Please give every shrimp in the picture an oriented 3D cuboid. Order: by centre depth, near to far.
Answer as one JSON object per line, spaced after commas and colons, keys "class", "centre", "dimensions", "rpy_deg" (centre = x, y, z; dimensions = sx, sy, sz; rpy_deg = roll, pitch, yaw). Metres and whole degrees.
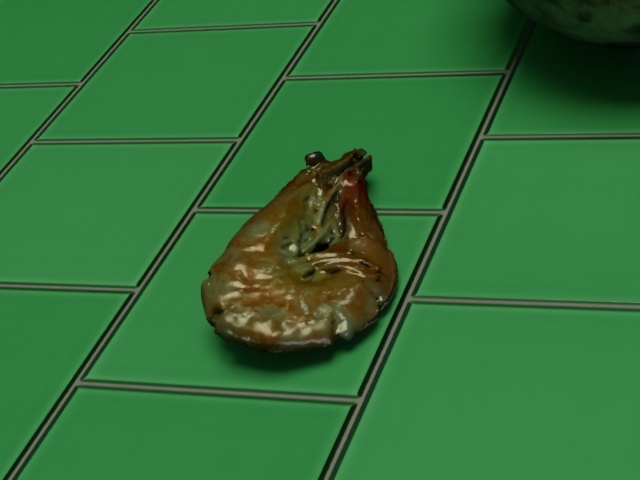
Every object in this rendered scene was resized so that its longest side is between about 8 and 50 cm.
{"class": "shrimp", "centre": [0.000, 0.001, 1.244], "dimensions": [0.154, 0.062, 0.294], "rpy_deg": [10, 41, 13]}

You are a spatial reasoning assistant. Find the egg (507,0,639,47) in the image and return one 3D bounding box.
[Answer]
{"class": "egg", "centre": [0.292, -0.363, 1.415], "dimensions": [0.344, 0.345, 0.428], "rpy_deg": [-8, 45, 10]}
